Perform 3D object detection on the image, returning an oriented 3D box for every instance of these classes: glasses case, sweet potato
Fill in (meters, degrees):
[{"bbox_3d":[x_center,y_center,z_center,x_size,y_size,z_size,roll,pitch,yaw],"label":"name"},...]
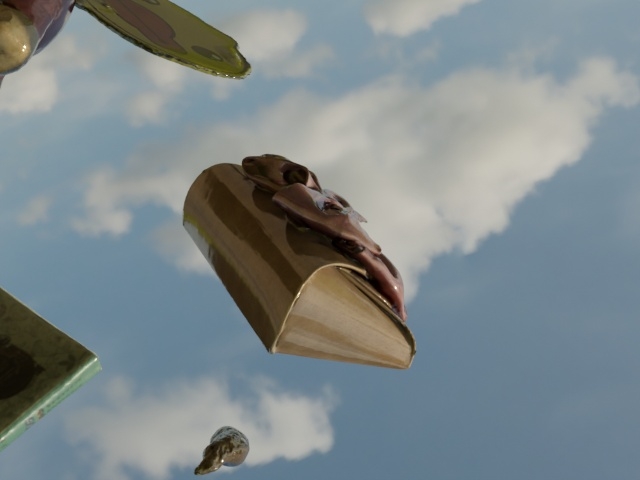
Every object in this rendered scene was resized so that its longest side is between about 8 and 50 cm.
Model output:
[{"bbox_3d":[0.000,0.000,0.645,0.102,0.070,0.193,10,-163,-23],"label":"glasses case"},{"bbox_3d":[-0.085,0.192,1.078,0.041,0.038,0.153,-39,178,1],"label":"sweet potato"}]

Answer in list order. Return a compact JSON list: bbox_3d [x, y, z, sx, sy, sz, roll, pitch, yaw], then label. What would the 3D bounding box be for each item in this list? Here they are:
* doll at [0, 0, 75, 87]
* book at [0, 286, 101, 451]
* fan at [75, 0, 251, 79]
[{"bbox_3d":[-0.287,-0.205,0.770,0.196,0.256,0.152,-36,-158,32],"label":"doll"},{"bbox_3d":[-0.384,0.143,0.854,0.264,0.031,0.379,30,-124,28],"label":"book"},{"bbox_3d":[-0.197,-0.231,1.202,0.229,0.011,0.335,42,-156,32],"label":"fan"}]
